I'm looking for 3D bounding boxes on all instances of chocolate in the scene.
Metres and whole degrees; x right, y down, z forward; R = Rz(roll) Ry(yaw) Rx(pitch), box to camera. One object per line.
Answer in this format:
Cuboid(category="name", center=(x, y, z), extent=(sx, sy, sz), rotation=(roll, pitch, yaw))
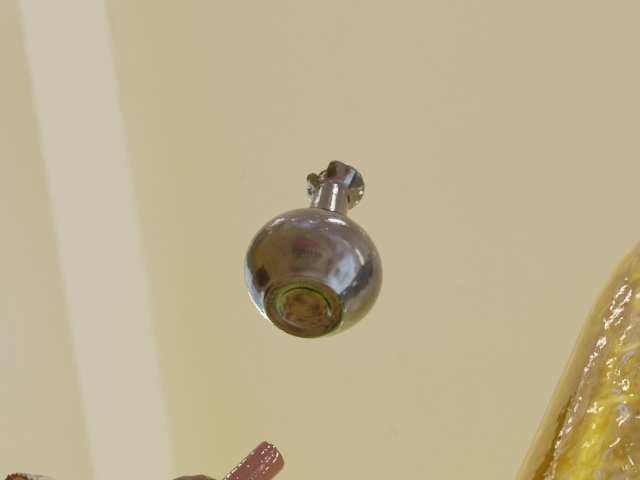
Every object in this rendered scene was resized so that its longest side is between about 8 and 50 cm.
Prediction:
Cuboid(category="chocolate", center=(0.272, 0.097, 1.105), extent=(0.162, 0.445, 0.162), rotation=(19, -35, 14))

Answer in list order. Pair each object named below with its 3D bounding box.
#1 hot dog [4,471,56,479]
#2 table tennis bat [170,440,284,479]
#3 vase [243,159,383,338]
Cuboid(category="hot dog", center=(-0.344, 0.363, 1.609), extent=(0.108, 0.059, 0.191), rotation=(21, -70, 19))
Cuboid(category="table tennis bat", center=(-0.149, 0.322, 1.453), extent=(0.038, 0.310, 0.200), rotation=(27, -43, 27))
Cuboid(category="vase", center=(0.000, 0.000, 1.197), extent=(0.120, 0.183, 0.120), rotation=(5, -50, 6))
